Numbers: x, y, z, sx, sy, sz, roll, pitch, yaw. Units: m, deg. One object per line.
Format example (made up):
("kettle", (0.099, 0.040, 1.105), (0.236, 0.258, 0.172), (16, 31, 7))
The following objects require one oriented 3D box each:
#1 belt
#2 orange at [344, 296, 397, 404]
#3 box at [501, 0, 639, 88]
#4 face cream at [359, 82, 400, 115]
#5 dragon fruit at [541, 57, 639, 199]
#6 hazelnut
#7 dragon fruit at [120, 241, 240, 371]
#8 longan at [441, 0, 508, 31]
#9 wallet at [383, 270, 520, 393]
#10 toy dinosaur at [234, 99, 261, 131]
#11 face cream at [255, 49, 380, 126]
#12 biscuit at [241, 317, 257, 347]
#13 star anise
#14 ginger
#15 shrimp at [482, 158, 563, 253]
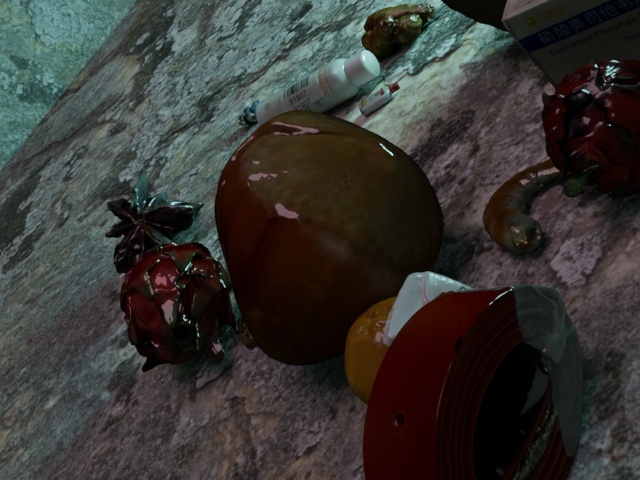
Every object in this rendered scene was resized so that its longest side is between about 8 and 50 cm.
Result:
("belt", (0.172, 0.178, 1.315), (0.115, 0.227, 0.324), (-8, 46, 46))
("orange", (0.102, 0.143, 1.558), (0.159, 0.136, 0.159), (-30, 31, 20))
("box", (0.442, -0.311, 1.650), (0.343, 0.200, 0.065), (-20, 39, 39))
("face cream", (0.108, -0.260, 2.226), (0.083, 0.021, 0.040), (-32, 31, 22))
("dragon fruit", (0.367, -0.147, 1.564), (0.182, 0.182, 0.189), (-36, 30, 16))
("hazelnut", (0.000, 0.000, 1.726), (0.372, 0.315, 0.372), (-163, 90, -75))
("dragon fruit", (-0.235, 0.108, 2.017), (0.192, 0.193, 0.274), (-20, 23, -3))
("longan", (0.326, -0.528, 1.907), (0.435, 0.404, 0.404), (16, 62, 34))
("wallet", (0.175, 0.109, 1.490), (0.032, 0.182, 0.124), (105, -170, -56))
("toy dinosaur", (-0.141, -0.262, 2.557), (0.083, 0.030, 0.047), (-34, 30, 22))
("face cream", (-0.003, -0.285, 2.346), (0.269, 0.082, 0.082), (-26, 33, 33))
("biscuit", (-0.037, 0.077, 1.957), (0.231, 0.025, 0.131), (-34, 30, 20))
("star anise", (-0.333, -0.020, 2.397), (0.212, 0.129, 0.282), (-55, 37, -6))
("ginger", (0.137, -0.405, 2.329), (0.162, 0.073, 0.103), (-14, 41, 43))
("shrimp", (0.300, -0.053, 1.666), (0.166, 0.049, 0.161), (-34, 27, 3))
